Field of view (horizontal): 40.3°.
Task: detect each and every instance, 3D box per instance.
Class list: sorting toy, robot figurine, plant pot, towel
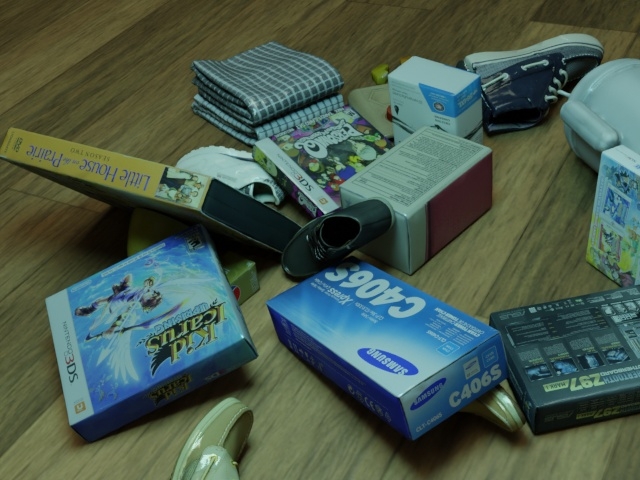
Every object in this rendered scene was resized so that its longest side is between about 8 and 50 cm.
[{"bbox_3d":[0.177,-0.314,1.843,0.229,0.041,0.307,-15,38,-9],"label":"sorting toy"},{"bbox_3d":[0.550,-0.180,1.473,0.300,0.199,0.353,6,31,-28],"label":"robot figurine"},{"bbox_3d":[-0.269,0.018,1.453,0.134,0.134,0.095,16,75,28],"label":"plant pot"},{"bbox_3d":[-0.120,-0.326,1.852,0.235,0.121,0.284,-29,42,-26],"label":"towel"}]

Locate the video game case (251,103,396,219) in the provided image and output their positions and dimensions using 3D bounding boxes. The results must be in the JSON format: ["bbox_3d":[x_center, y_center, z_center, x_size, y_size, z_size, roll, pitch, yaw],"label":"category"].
[{"bbox_3d":[0.028,-0.143,1.595,0.232,0.041,0.210,-26,59,-30],"label":"video game case"}]

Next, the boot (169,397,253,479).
[{"bbox_3d":[-0.086,0.317,1.045,0.204,0.095,0.262,9,43,22],"label":"boot"}]

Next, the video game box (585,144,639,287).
[{"bbox_3d":[0.475,-0.009,1.267,0.048,0.205,0.187,-21,40,-22],"label":"video game box"}]

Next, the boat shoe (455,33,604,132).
[{"bbox_3d":[0.441,-0.305,1.743,0.341,0.127,0.158,-14,59,-14],"label":"boat shoe"}]

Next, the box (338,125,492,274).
[{"bbox_3d":[0.165,-0.073,1.470,0.149,0.126,0.232,27,50,36],"label":"box"}]

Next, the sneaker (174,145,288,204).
[{"bbox_3d":[-0.170,-0.113,1.625,0.235,0.090,0.094,2,48,15],"label":"sneaker"}]

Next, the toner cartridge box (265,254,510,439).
[{"bbox_3d":[0.079,0.132,1.203,0.165,0.075,0.348,-29,29,-21],"label":"toner cartridge box"}]

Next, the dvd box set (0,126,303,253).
[{"bbox_3d":[-0.276,-0.079,1.448,0.421,0.308,0.062,15,84,28],"label":"dvd box set"}]

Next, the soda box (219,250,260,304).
[{"bbox_3d":[-0.181,0.094,1.378,0.061,0.058,0.181,24,48,34],"label":"soda box"}]

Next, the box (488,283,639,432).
[{"bbox_3d":[0.369,0.157,1.193,0.233,0.059,0.183,-11,38,-5],"label":"box"}]

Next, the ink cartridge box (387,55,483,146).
[{"bbox_3d":[0.210,-0.212,1.579,0.148,0.203,0.086,24,50,35],"label":"ink cartridge box"}]

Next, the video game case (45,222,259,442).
[{"bbox_3d":[-0.254,0.126,1.272,0.270,0.061,0.244,-27,50,-1],"label":"video game case"}]

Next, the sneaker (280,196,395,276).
[{"bbox_3d":[0.000,0.000,1.354,0.222,0.083,0.118,-32,-7,32],"label":"sneaker"}]

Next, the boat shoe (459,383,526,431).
[{"bbox_3d":[0.192,0.208,1.168,0.072,0.068,0.190,-36,33,-13],"label":"boat shoe"}]
